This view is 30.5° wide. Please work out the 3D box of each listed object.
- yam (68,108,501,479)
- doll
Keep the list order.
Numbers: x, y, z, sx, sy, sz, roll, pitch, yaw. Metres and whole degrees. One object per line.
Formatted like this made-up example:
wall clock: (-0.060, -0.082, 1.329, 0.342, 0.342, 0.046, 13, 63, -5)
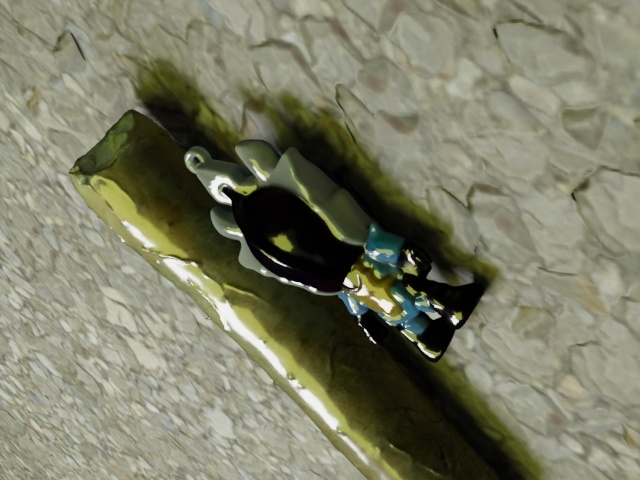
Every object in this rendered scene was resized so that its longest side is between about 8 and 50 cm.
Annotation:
yam: (-0.014, 0.063, 0.775, 0.371, 0.083, 0.083, 45, 150, -6)
doll: (0.000, 0.000, 0.693, 0.195, 0.070, 0.096, 33, 133, 7)
